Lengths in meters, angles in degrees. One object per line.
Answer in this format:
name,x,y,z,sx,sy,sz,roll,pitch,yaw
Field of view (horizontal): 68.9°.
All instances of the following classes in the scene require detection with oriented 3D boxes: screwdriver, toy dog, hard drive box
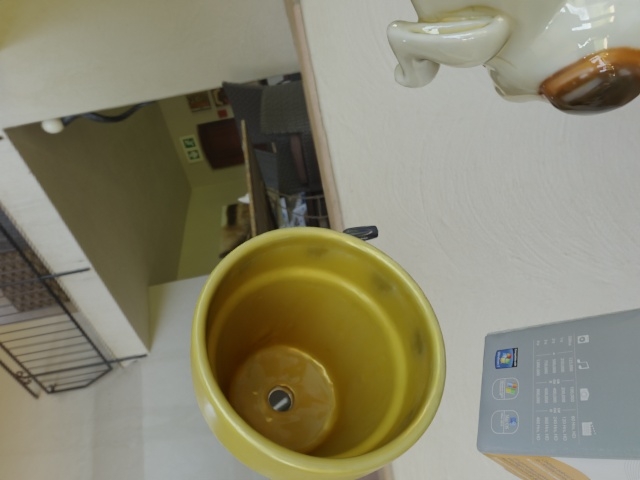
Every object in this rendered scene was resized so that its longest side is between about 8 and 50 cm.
screwdriver,0.000,0.000,0.667,0.025,0.169,0.024,99,161,-74
toy dog,0.228,-0.329,0.520,0.408,0.395,0.285,41,-129,-27
hard drive box,0.247,0.117,0.280,0.181,0.232,0.089,37,-128,-24

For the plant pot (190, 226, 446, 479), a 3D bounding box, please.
plant pot,-0.024,0.153,0.538,0.239,0.253,0.254,114,151,-51
